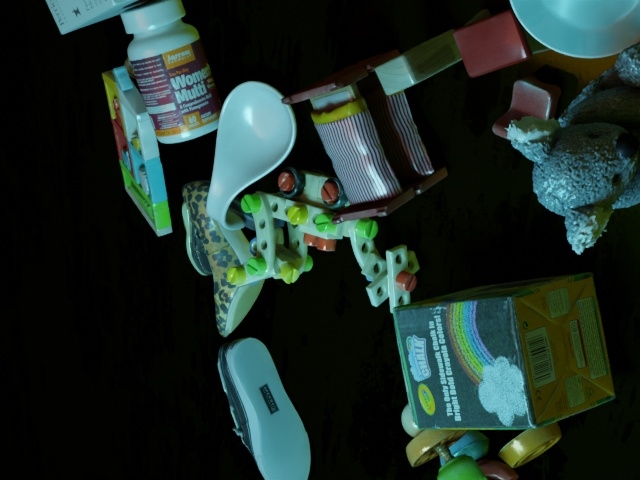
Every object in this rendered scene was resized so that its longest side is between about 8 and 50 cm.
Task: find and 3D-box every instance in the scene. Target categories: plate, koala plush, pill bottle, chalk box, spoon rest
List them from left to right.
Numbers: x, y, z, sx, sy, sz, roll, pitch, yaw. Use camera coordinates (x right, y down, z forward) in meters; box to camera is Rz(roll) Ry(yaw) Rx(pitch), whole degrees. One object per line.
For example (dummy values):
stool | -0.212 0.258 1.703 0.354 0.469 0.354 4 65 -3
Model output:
pill bottle | -0.304 -0.316 2.023 0.043 0.043 0.083 54 141 4
pill bottle | -0.243 -0.279 1.920 0.121 0.121 0.221 2 116 46
spoon rest | -0.121 -0.128 1.891 0.137 0.084 0.276 34 125 16
chalk box | 0.229 0.156 1.634 0.289 0.179 0.180 -10 91 51
plate | 0.310 -0.301 1.360 0.188 0.024 0.188 12 127 17
koala plush | 0.322 -0.093 1.362 0.203 0.221 0.196 -25 96 52

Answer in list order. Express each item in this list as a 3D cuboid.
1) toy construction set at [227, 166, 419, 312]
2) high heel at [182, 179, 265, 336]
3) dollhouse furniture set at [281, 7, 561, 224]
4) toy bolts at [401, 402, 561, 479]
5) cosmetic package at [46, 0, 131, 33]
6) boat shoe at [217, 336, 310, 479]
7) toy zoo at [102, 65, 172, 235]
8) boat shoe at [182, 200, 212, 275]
toy construction set | 0.000 0.000 1.825 0.327 0.151 0.215 13 100 32
high heel | -0.188 0.028 2.079 0.186 0.093 0.261 29 117 23
dollhouse furniture set | 0.144 -0.164 1.559 0.374 0.152 0.201 -12 105 50
toy bolts | 0.235 0.295 1.794 0.158 0.218 0.228 57 176 22
cosmetic package | -0.350 -0.444 1.900 0.183 0.151 0.151 -12 105 50
boat shoe | -0.117 0.332 2.204 0.105 0.113 0.306 -16 100 57
toy zoo | -0.328 -0.175 2.085 0.192 0.030 0.293 47 149 50
boat shoe | -0.211 -0.005 2.122 0.049 0.056 0.152 12 123 48
